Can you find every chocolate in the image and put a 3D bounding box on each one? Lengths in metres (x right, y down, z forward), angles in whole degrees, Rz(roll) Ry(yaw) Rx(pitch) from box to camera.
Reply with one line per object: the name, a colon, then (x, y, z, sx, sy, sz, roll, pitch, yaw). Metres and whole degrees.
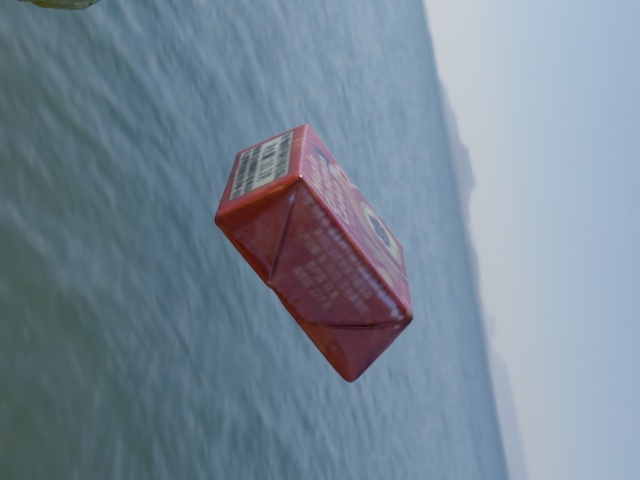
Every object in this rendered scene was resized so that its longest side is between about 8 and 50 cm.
chocolate: (0.000, 0.000, 1.161, 0.235, 0.108, 0.237, 51, 16, -15)

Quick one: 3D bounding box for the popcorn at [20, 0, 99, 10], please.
popcorn: (-0.104, -0.199, 0.393, 0.169, 0.189, 0.218, -57, 161, -61)
